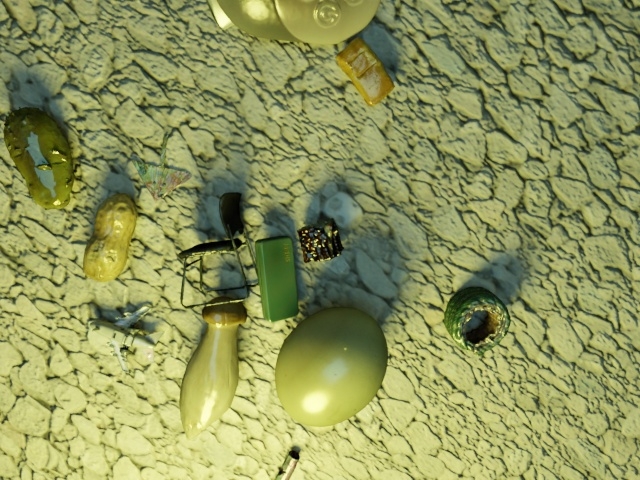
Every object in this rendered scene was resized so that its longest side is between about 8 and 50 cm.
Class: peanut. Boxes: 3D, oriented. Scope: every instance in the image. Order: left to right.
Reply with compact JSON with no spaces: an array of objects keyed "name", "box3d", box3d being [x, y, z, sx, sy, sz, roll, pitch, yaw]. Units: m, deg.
[{"name":"peanut","box3d":[-0.463,-0.002,0.927,0.100,0.099,0.213,22,93,-1]}]

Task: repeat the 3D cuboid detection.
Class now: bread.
[{"name":"bread","box3d":[0.094,-0.348,0.867,0.074,0.053,0.132,-35,98,7]}]

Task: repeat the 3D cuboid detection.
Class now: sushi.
[{"name":"sushi","box3d":[0.000,0.000,0.900,0.094,0.098,0.084,-15,95,9]}]

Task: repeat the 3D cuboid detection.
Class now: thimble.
[{"name":"thimble","box3d":[0.341,0.173,0.918,0.119,0.090,0.135,33,101,0]}]

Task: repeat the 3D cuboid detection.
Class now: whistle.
[{"name":"whistle","box3d":[-0.098,0.595,1.027,0.033,0.033,0.176,25,98,-2]}]

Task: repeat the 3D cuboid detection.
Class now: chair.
[{"name":"chair","box3d":[-0.224,0.014,0.893,0.146,0.140,0.220,-8,96,2]}]

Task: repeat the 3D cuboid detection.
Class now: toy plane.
[{"name":"toy plane","box3d":[-0.456,0.221,0.970,0.171,0.065,0.162,19,87,-6]}]

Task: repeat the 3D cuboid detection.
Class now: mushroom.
[{"name":"mushroom","box3d":[-0.244,0.296,0.942,0.129,0.128,0.349,14,97,0]}]

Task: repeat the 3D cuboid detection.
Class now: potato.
[{"name":"potato","box3d":[-0.600,-0.176,0.900,0.118,0.090,0.225,-17,97,5]}]

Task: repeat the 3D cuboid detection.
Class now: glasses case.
[{"name":"glasses case","box3d":[-0.096,0.085,0.929,0.078,0.039,0.183,-10,99,-29]}]

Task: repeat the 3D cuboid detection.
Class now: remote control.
[{"name":"remote control","box3d":[-0.039,-0.493,0.788,0.333,0.103,0.220,1,128,-11]}]

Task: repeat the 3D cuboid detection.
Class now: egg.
[{"name":"egg","box3d":[0.021,0.261,0.878,0.269,0.219,0.219,-43,95,10]}]

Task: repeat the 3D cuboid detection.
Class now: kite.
[{"name":"kite","box3d":[-0.355,-0.161,0.935,0.139,0.011,0.156,11,100,-3]}]

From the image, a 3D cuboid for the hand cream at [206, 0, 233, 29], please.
[{"name":"hand cream","box3d":[-0.108,-0.517,0.851,0.256,0.048,0.079,-22,128,4]}]
